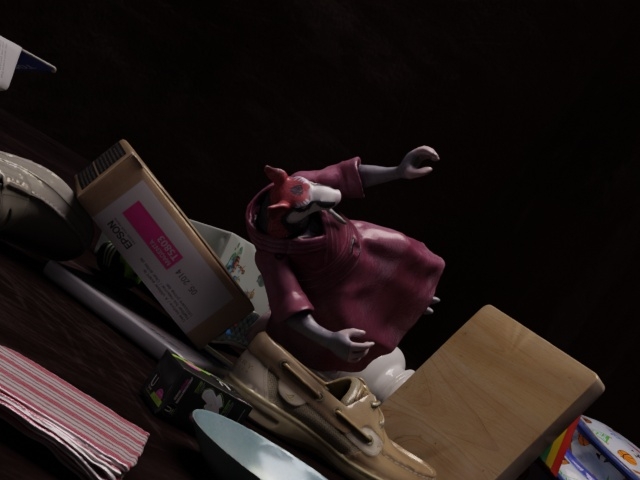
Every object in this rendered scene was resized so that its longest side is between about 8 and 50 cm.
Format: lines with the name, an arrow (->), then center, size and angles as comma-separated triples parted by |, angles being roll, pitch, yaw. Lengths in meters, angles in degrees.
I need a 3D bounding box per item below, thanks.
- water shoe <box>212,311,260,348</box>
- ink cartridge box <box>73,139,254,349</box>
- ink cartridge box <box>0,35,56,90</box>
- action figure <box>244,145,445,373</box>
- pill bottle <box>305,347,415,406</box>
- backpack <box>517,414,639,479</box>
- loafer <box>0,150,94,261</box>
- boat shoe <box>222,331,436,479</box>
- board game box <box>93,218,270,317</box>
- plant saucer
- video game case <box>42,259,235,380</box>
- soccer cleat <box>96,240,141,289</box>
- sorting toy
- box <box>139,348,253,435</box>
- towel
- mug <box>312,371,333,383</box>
water shoe -> -0.157, 0.105, 2.087 | 0.080, 0.073, 0.203 | 8, -15, 30
ink cartridge box -> -0.191, 0.001, 1.833 | 0.235, 0.088, 0.193 | 53, -2, -12
ink cartridge box -> -0.512, -0.206, 1.670 | 0.324, 0.071, 0.330 | 1, -14, 26
action figure -> 0.000, 0.000, 1.808 | 0.275, 0.248, 0.370 | 20, -18, 33
pill bottle -> 0.046, 0.186, 2.171 | 0.229, 0.131, 0.131 | 34, 2, 26
backpack -> 0.348, 0.356, 1.991 | 0.276, 0.213, 0.263 | 38, 14, 34
loafer -> -0.383, -0.051, 1.712 | 0.319, 0.112, 0.111 | 33, 37, -37
boat shoe -> 0.028, 0.206, 1.761 | 0.302, 0.098, 0.109 | 32, 2, -23
board game box -> -0.152, 0.048, 2.285 | 0.224, 0.097, 0.303 | 18, -7, 34
plant saucer -> -0.038, 0.214, 1.327 | 0.195, 0.037, 0.195 | 32, 1, -1
video game case -> -0.200, 0.102, 1.799 | 0.212, 0.023, 0.193 | 33, 1, 24
soccer cleat -> -0.262, 0.036, 2.008 | 0.060, 0.072, 0.179 | 32, -19, -16
sorting toy -> 0.206, 0.236, 1.925 | 0.089, 0.255, 0.257 | 51, -8, -30
box -> -0.118, 0.149, 1.447 | 0.083, 0.052, 0.062 | 34, 1, -27
towel -> -0.196, 0.126, 1.114 | 0.144, 0.029, 0.197 | 33, -1, -1
mug -> -0.003, 0.202, 1.916 | 0.078, 0.064, 0.062 | 33, 1, -33
